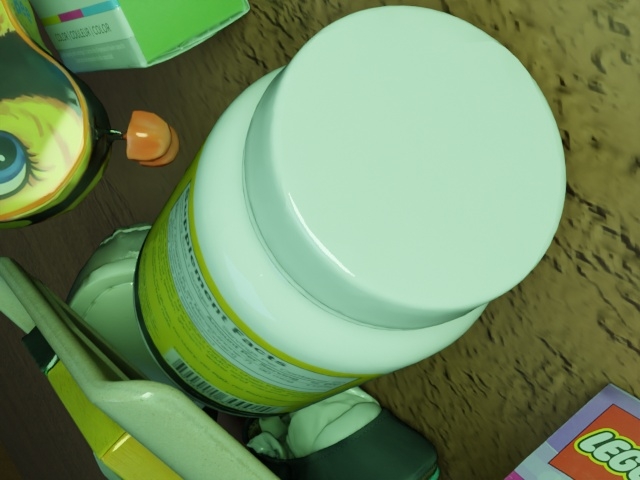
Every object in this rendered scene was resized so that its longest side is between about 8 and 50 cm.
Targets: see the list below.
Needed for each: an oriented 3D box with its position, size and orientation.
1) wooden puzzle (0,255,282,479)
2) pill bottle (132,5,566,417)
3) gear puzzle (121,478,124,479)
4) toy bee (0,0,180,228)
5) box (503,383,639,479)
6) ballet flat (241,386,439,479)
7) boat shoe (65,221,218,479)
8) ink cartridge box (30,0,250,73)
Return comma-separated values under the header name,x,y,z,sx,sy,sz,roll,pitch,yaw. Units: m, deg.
name,x,y,z,sx,sy,sz,roll,pitch,yaw
wooden puzzle,-0.071,0.111,0.545,0.221,0.044,0.238,48,165,-29
pill bottle,0.000,0.000,0.419,0.119,0.119,0.208,55,155,2
gear puzzle,-0.106,0.273,0.803,0.175,0.044,0.339,35,135,20
toy bee,-0.147,-0.067,0.459,0.195,0.162,0.298,-104,4,-69
box,0.135,0.182,0.298,0.293,0.201,0.057,31,147,42
ballet flat,-0.001,0.118,0.634,0.074,0.074,0.203,57,158,-4
boat shoe,-0.115,0.076,0.744,0.324,0.116,0.097,95,176,-57
ink cartridge box,-0.122,-0.182,0.483,0.109,0.062,0.209,11,130,58
